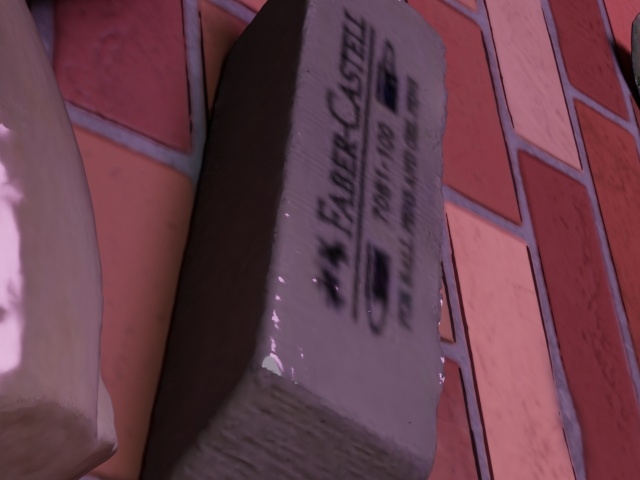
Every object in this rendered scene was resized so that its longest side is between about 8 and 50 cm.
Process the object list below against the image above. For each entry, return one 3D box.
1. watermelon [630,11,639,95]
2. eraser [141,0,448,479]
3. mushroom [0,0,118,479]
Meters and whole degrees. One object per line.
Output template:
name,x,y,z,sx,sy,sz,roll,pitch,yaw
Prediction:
watermelon,0.319,-0.130,1.208,0.155,0.080,0.101,41,26,1
eraser,0.001,0.000,0.692,0.111,0.077,0.352,37,40,-30
mushroom,-0.162,-0.060,0.479,0.154,0.137,0.407,-7,66,-9
